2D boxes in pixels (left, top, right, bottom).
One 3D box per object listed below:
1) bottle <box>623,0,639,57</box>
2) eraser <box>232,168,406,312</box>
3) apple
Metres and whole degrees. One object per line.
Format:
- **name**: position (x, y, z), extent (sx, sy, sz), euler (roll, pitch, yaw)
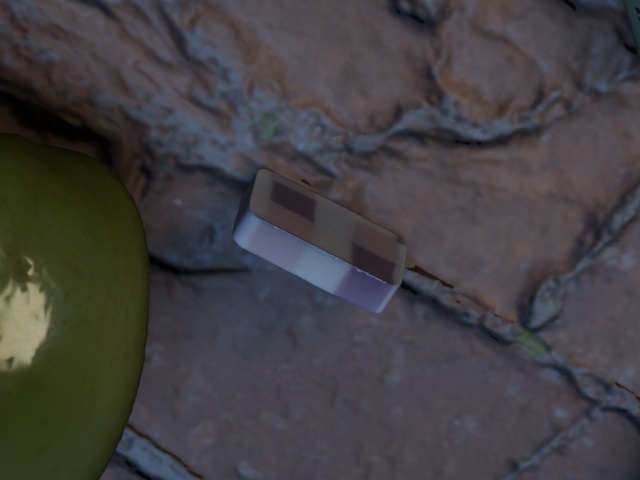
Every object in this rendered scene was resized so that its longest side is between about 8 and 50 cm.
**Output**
- **bottle**: position (0.179, -0.195, 0.969), extent (0.072, 0.072, 0.201), euler (-16, 117, 14)
- **eraser**: position (0.000, 0.000, 1.100), extent (0.105, 0.065, 0.026), euler (28, 116, -9)
- **apple**: position (-0.233, 0.053, 1.036), extent (0.279, 0.279, 0.279), euler (2, 120, 4)
